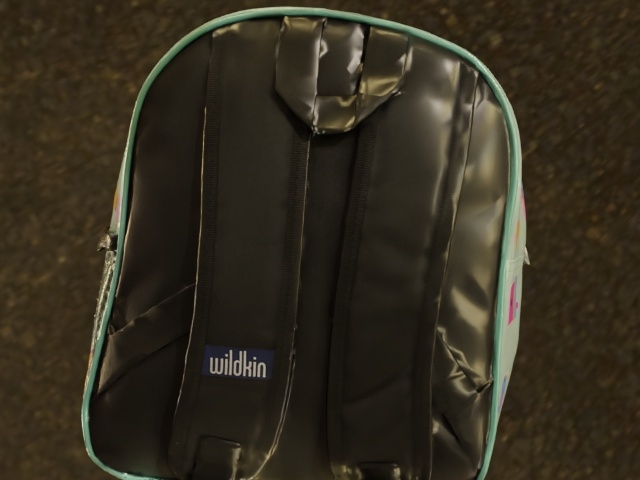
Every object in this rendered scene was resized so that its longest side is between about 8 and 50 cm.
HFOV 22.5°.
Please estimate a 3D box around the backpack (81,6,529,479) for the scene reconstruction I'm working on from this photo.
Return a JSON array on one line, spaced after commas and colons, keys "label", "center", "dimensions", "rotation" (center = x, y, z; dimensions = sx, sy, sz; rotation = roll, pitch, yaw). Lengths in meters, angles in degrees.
[{"label": "backpack", "center": [0.000, 0.000, 0.636], "dimensions": [0.166, 0.144, 0.188], "rotation": [7, 104, 7]}]
